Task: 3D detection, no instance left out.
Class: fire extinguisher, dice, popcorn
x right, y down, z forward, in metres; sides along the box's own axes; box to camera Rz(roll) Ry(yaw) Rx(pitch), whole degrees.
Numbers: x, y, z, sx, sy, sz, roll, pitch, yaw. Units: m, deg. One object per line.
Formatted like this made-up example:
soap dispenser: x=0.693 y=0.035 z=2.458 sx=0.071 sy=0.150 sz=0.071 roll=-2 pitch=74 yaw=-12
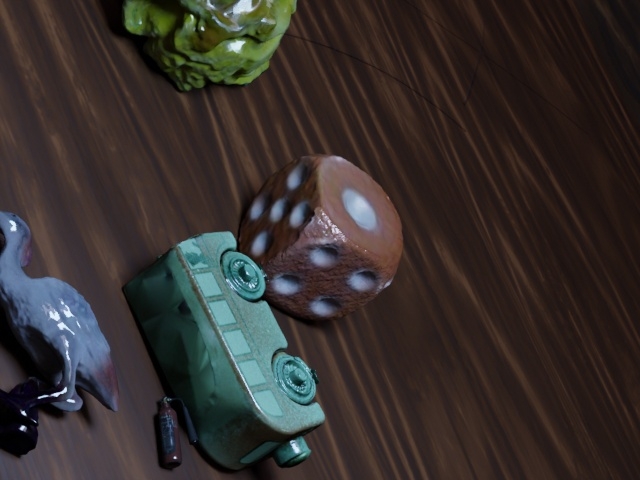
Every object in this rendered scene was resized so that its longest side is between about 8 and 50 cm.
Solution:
fire extinguisher: x=-0.175 y=0.226 z=1.868 sx=0.032 sy=0.046 sz=0.100 roll=37 pitch=36 yaw=-49
dice: x=0.000 y=0.000 z=2.185 sx=0.174 sy=0.179 sz=0.175 roll=31 pitch=35 yaw=-32
popcorn: x=-0.160 y=-0.352 z=2.232 sx=0.293 sy=0.293 sz=0.237 roll=40 pitch=0 yaw=-23

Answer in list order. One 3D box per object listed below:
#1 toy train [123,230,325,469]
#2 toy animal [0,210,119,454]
toy train: x=-0.118 y=0.143 z=1.943 sx=0.159 sy=0.129 sz=0.326 roll=-9 pitch=67 yaw=-53
toy animal: x=-0.321 y=0.087 z=1.759 sx=0.195 sy=0.090 sz=0.324 roll=19 pitch=49 yaw=-44
